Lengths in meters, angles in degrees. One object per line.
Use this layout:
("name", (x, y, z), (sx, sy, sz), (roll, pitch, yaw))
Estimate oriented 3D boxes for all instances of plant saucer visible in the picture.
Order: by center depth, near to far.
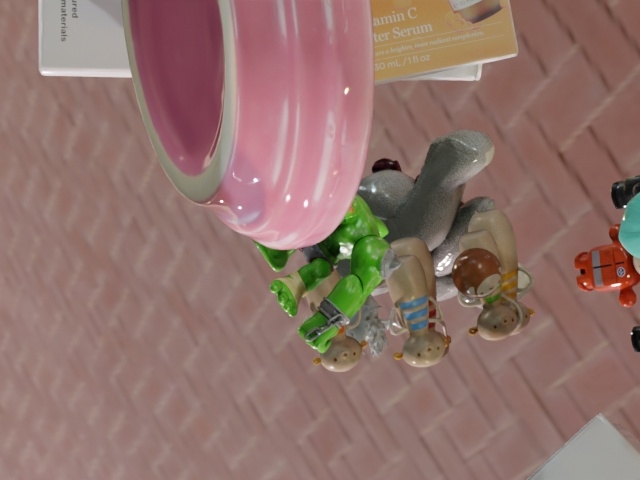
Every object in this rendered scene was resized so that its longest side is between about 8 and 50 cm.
("plant saucer", (-0.067, -0.154, 1.086), (0.332, 0.084, 0.332), (171, 90, -68))

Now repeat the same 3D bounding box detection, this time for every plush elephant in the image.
("plush elephant", (0.132, -0.015, 1.989), (0.272, 0.255, 0.330), (11, 98, 33))

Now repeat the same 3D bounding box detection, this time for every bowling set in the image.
("bowling set", (0.135, 0.079, 1.710), (0.200, 0.287, 0.154), (-156, 50, -72))

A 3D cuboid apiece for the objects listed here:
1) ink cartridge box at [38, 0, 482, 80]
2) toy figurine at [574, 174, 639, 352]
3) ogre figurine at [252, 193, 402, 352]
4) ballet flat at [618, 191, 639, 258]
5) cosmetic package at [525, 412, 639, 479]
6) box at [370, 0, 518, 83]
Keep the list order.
("ink cartridge box", (-0.055, -0.241, 1.480), (0.285, 0.395, 0.166), (-107, 18, -80))
("toy figurine", (0.445, 0.025, 1.918), (0.148, 0.213, 0.209), (-13, 125, 49))
("ogre figurine", (0.000, 0.000, 1.480), (0.097, 0.118, 0.197), (53, -172, -36))
("ballet flat", (0.370, -0.031, 1.297), (0.247, 0.087, 0.083), (-10, 91, 17))
("cosmetic package", (0.377, 0.367, 1.622), (0.365, 0.155, 0.197), (48, -173, 17))
("box", (0.070, -0.213, 1.193), (0.091, 0.130, 0.170), (-97, -5, -85))
